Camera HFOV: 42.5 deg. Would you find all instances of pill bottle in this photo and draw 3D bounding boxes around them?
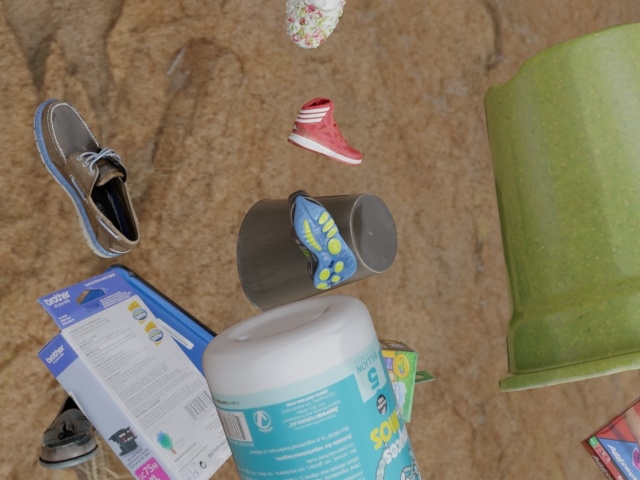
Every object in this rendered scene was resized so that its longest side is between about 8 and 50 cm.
[{"bbox_3d":[0.006,0.189,0.693,0.146,0.146,0.264,-25,101,-40],"label":"pill bottle"}]

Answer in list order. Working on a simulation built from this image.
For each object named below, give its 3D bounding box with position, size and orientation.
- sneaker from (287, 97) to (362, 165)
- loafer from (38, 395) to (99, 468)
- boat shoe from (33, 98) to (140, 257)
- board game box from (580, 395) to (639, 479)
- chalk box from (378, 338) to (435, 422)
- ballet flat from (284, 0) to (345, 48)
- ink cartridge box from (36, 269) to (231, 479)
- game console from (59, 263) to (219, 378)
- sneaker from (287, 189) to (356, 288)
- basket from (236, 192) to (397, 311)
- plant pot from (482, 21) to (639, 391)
[{"bbox_3d":[0.033,-0.256,1.917,0.221,0.087,0.128,12,101,-47],"label":"sneaker"},{"bbox_3d":[-0.423,0.315,1.375,0.096,0.267,0.084,-10,90,-13],"label":"loafer"},{"bbox_3d":[-0.242,-0.072,0.889,0.066,0.066,0.183,-39,110,-44],"label":"boat shoe"},{"bbox_3d":[0.461,0.323,1.003,0.145,0.027,0.281,-32,78,-16],"label":"board game box"},{"bbox_3d":[0.136,0.344,2.057,0.289,0.180,0.179,7,92,-9],"label":"chalk box"},{"bbox_3d":[0.013,-0.390,1.189,0.091,0.077,0.241,23,67,-9],"label":"ballet flat"},{"bbox_3d":[-0.243,0.190,1.097,0.311,0.065,0.186,52,22,3],"label":"ink cartridge box"},{"bbox_3d":[-0.274,0.177,1.406,0.293,0.250,0.173,38,23,-8],"label":"game console"},{"bbox_3d":[0.000,0.000,1.117,0.067,0.078,0.188,-26,140,-3],"label":"sneaker"},{"bbox_3d":[-0.002,0.005,1.349,0.154,0.227,0.204,34,55,-43],"label":"basket"},{"bbox_3d":[0.252,-0.028,0.682,0.276,0.276,0.253,-3,75,-44],"label":"plant pot"}]
